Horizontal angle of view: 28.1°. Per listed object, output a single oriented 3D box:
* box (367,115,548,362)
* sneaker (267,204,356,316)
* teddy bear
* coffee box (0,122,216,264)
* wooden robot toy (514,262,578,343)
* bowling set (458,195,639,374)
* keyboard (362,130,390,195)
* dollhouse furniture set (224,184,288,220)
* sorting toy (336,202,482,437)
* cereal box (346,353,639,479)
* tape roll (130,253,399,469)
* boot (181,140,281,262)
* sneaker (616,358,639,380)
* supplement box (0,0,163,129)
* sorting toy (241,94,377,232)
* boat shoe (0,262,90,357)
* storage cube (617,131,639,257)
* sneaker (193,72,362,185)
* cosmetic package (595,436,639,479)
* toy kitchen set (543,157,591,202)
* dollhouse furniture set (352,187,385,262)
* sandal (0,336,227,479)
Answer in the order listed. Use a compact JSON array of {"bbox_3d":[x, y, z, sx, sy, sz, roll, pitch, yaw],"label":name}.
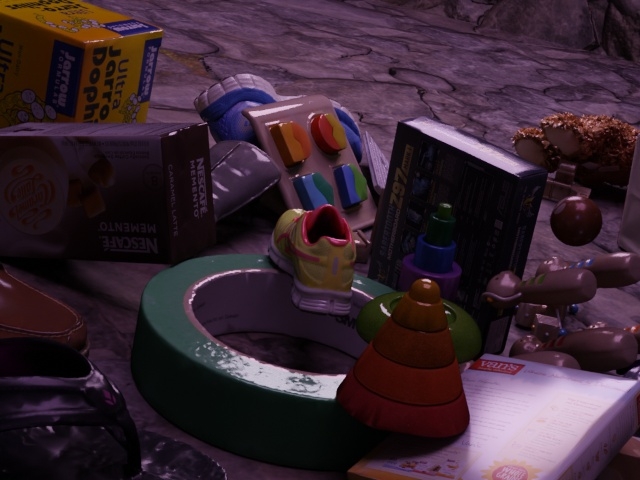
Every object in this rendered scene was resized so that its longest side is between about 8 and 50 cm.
[{"bbox_3d":[0.149,-0.004,1.456,0.059,0.232,0.183,-13,32,-44],"label":"box"},{"bbox_3d":[0.000,0.000,1.346,0.082,0.094,0.208,4,21,-16],"label":"sneaker"},{"bbox_3d":[0.483,-0.157,2.123,0.338,0.113,0.245,4,-19,-7],"label":"teddy bear"},{"bbox_3d":[-0.247,-0.055,1.404,0.247,0.141,0.098,3,15,26],"label":"coffee box"},{"bbox_3d":[0.281,0.063,1.573,0.076,0.079,0.173,18,21,14],"label":"wooden robot toy"},{"bbox_3d":[0.258,0.056,1.382,0.287,0.199,0.154,-6,-2,-45],"label":"bowling set"},{"bbox_3d":[0.096,-0.098,1.917,0.072,0.014,0.256,48,13,-18],"label":"keyboard"},{"bbox_3d":[-0.085,-0.038,1.726,0.114,0.091,0.081,32,-23,-9],"label":"dollhouse furniture set"},{"bbox_3d":[0.102,0.050,1.228,0.127,0.126,0.365,12,21,6],"label":"sorting toy"},{"bbox_3d":[0.162,0.182,1.133,0.173,0.047,0.240,8,26,38],"label":"cereal box"},{"bbox_3d":[-0.026,0.112,1.284,0.321,0.077,0.321,11,21,-4],"label":"tape roll"},{"bbox_3d":[-0.173,-0.072,1.597,0.190,0.076,0.208,29,47,7],"label":"boot"},{"bbox_3d":[0.357,0.180,1.352,0.098,0.083,0.224,-1,11,14],"label":"sneaker"},{"bbox_3d":[-0.432,-0.247,1.803,0.357,0.194,0.195,20,22,20],"label":"supplement box"},{"bbox_3d":[-0.001,-0.103,1.736,0.193,0.038,0.208,-21,82,-54],"label":"sorting toy"},{"bbox_3d":[-0.365,0.042,1.232,0.307,0.104,0.110,16,21,8],"label":"boat shoe"},{"bbox_3d":[0.568,-0.044,1.833,0.193,0.215,0.183,-3,26,-20],"label":"storage cube"},{"bbox_3d":[-0.048,-0.130,1.849,0.330,0.130,0.147,8,59,-52],"label":"sneaker"},{"bbox_3d":[0.259,0.212,1.210,0.115,0.060,0.041,11,21,1],"label":"cosmetic package"},{"bbox_3d":[0.386,-0.085,2.021,0.083,0.068,0.075,17,22,12],"label":"toy kitchen set"},{"bbox_3d":[0.117,0.001,1.608,0.182,0.101,0.161,3,23,-24],"label":"dollhouse furniture set"},{"bbox_3d":[-0.287,0.130,1.047,0.446,0.107,0.167,17,22,12],"label":"sandal"}]
